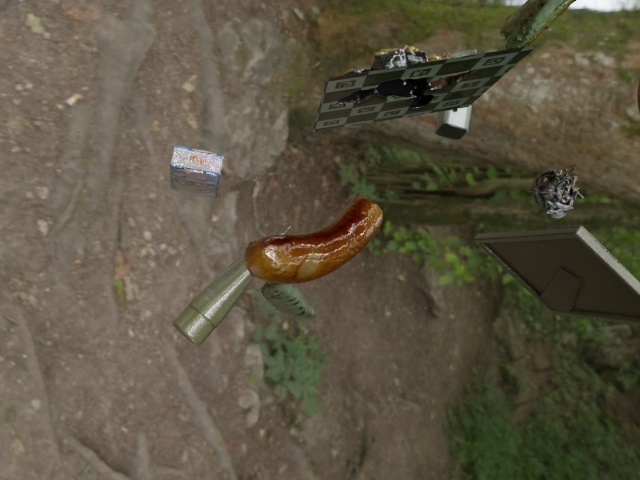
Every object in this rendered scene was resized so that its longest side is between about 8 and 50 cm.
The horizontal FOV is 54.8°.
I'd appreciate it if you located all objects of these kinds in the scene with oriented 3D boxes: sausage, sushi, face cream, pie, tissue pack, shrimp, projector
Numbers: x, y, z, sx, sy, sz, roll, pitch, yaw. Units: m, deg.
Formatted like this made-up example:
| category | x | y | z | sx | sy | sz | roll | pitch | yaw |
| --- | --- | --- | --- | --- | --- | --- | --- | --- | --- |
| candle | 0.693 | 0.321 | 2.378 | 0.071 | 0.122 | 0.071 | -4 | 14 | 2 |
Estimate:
| category | x | y | z | sx | sy | sz | roll | pitch | yaw |
| --- | --- | --- | --- | --- | --- | --- | --- | --- | --- |
| sausage | 0.001 | 0.005 | 1.025 | 0.302 | 0.076 | 0.103 | -27 | 92 | -43 |
| sushi | 0.157 | -0.295 | 1.132 | 0.359 | 0.343 | 0.064 | 134 | -54 | -84 |
| face cream | -0.201 | 0.094 | 1.452 | 0.084 | 0.137 | 0.341 | 45 | 72 | -12 |
| pie | 0.415 | -0.420 | 1.001 | 0.067 | 0.302 | 0.302 | 49 | 54 | -3 |
| tissue pack | -0.287 | -0.158 | 1.432 | 0.115 | 0.155 | 0.065 | 10 | 72 | -11 |
| shrimp | 0.313 | -0.065 | 0.821 | 0.056 | 0.065 | 0.165 | -35 | 170 | 9 |
| projector | 0.379 | -0.345 | 1.769 | 0.083 | 0.083 | 0.082 | 124 | -20 | -72 |

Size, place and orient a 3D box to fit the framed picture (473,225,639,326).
| category | x | y | z | sx | sy | sz | roll | pitch | yaw |
| --- | --- | --- | --- | --- | --- | --- | --- | --- | --- |
| framed picture | 0.446 | 0.066 | 1.126 | 0.247 | 0.335 | 0.022 | 41 | 80 | -9 |

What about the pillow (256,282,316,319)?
| category | x | y | z | sx | sy | sz | roll | pitch | yaw |
| --- | --- | --- | --- | --- | --- | --- | --- | --- | --- |
| pillow | -0.085 | 0.140 | 1.474 | 0.241 | 0.093 | 0.051 | 55 | 29 | -57 |

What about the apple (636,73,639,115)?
| category | x | y | z | sx | sy | sz | roll | pitch | yaw |
| --- | --- | --- | --- | --- | --- | --- | --- | --- | --- |
| apple | 0.593 | -0.213 | 0.894 | 0.216 | 0.260 | 0.260 | -39 | 129 | -28 |
